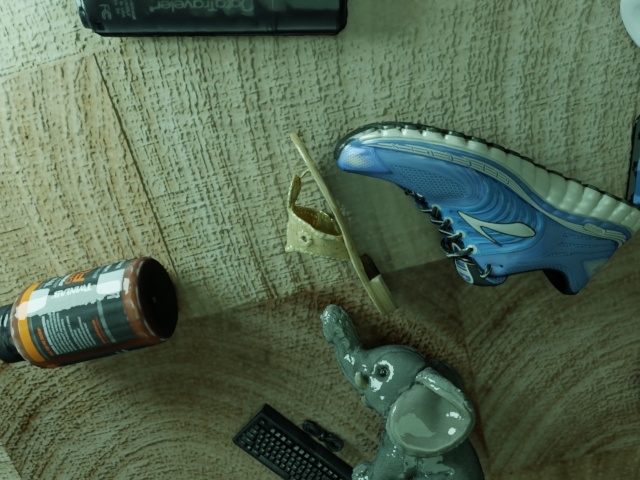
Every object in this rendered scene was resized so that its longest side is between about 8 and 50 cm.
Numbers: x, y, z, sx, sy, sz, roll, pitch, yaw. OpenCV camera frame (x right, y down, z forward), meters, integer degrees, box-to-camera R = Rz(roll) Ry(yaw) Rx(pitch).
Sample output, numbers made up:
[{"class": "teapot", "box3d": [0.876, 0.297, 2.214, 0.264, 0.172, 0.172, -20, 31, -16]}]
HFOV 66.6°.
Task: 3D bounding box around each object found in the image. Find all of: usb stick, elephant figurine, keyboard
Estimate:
[{"class": "usb stick", "box3d": [-0.107, -0.248, 0.496, 0.277, 0.045, 0.077, 0, 114, 1]}, {"class": "elephant figurine", "box3d": [0.111, 0.203, 0.584, 0.185, 0.169, 0.240, 0, 92, -28]}, {"class": "keyboard", "box3d": [-0.024, 0.298, 0.676, 0.180, 0.023, 0.108, 40, 104, -11]}]

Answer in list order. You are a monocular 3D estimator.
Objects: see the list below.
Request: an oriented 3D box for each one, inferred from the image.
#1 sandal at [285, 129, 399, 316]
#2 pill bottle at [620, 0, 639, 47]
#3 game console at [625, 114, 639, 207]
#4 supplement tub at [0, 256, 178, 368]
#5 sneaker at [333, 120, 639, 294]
[{"class": "sandal", "box3d": [0.001, 0.002, 0.548, 0.079, 0.088, 0.240, -31, 109, 4]}, {"class": "pill bottle", "box3d": [0.391, -0.258, 0.449, 0.184, 0.103, 0.103, -39, 103, 12]}, {"class": "game console", "box3d": [0.406, -0.076, 0.525, 0.071, 0.107, 0.122, -13, 110, -24]}, {"class": "supplement tub", "box3d": [-0.279, 0.089, 0.573, 0.197, 0.106, 0.106, -14, 107, 5]}, {"class": "sneaker", "box3d": [0.164, -0.026, 0.515, 0.329, 0.130, 0.147, 21, 104, -5]}]
